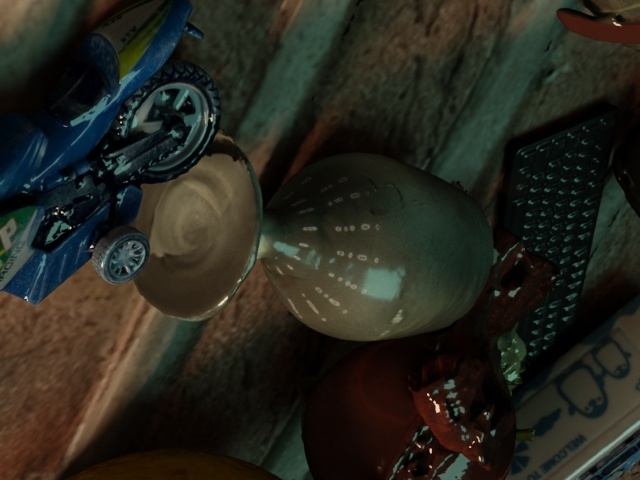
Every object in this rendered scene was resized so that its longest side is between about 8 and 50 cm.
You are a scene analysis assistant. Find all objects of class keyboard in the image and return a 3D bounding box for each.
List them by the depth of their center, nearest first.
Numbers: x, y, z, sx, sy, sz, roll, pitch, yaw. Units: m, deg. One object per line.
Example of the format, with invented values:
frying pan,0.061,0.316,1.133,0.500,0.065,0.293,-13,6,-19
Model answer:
keyboard,0.174,0.016,1.488,0.101,0.018,0.309,-23,144,-21

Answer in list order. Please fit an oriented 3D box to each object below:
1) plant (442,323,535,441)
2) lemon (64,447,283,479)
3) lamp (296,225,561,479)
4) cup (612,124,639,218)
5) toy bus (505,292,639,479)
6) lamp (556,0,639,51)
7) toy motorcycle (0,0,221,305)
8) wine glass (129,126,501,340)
plant,0.121,0.128,1.479,0.104,0.122,0.116,-13,138,-38
lemon,-0.103,0.279,1.314,0.293,0.293,0.293,-25,145,-19
lamp,0.084,0.121,1.364,0.223,0.215,0.151,-28,122,39
cup,0.299,-0.070,1.375,0.223,0.169,0.176,5,136,-49
toy bus,0.199,0.174,1.610,0.297,0.106,0.131,-39,158,5
lamp,0.249,-0.216,1.098,0.265,0.233,0.233,-36,150,21
toy motorcycle,-0.160,-0.033,1.046,0.254,0.092,0.135,-41,139,-13
wine glass,0.000,0.000,1.206,0.241,0.126,0.126,6,127,-47
